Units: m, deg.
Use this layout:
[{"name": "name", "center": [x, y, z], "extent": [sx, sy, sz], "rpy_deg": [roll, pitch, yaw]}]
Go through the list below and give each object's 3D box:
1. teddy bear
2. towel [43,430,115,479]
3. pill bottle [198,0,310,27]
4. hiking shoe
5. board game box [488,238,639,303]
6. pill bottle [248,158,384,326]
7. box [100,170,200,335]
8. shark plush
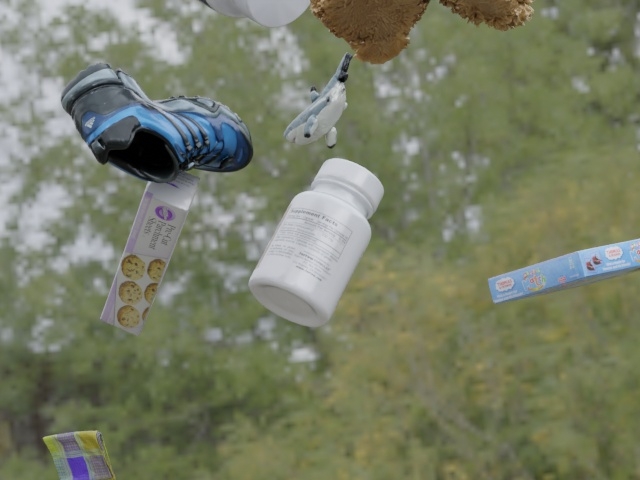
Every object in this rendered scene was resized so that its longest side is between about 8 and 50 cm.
[{"name": "teddy bear", "center": [0.137, -0.314, 1.559], "extent": [0.245, 0.113, 0.338], "rpy_deg": [26, -57, -26]}, {"name": "towel", "center": [-0.260, 0.234, 1.771], "extent": [0.083, 0.060, 0.009], "rpy_deg": [-7, 17, 33]}, {"name": "pill bottle", "center": [-0.128, -0.385, 2.178], "extent": [0.153, 0.153, 0.265], "rpy_deg": [6, 21, -46]}, {"name": "hiking shoe", "center": [-0.197, -0.116, 2.076], "extent": [0.304, 0.132, 0.113], "rpy_deg": [14, -45, -45]}, {"name": "board game box", "center": [0.344, 0.035, 2.100], "extent": [0.211, 0.039, 0.160], "rpy_deg": [-10, -7, -41]}, {"name": "pill bottle", "center": [0.000, 0.000, 2.404], "extent": [0.131, 0.229, 0.131], "rpy_deg": [23, -23, 11]}, {"name": "box", "center": [-0.239, 0.017, 2.274], "extent": [0.067, 0.063, 0.324], "rpy_deg": [22, -39, -5]}, {"name": "shark plush", "center": [-0.001, -0.217, 2.521], "extent": [0.073, 0.161, 0.067], "rpy_deg": [3, 24, -47]}]
